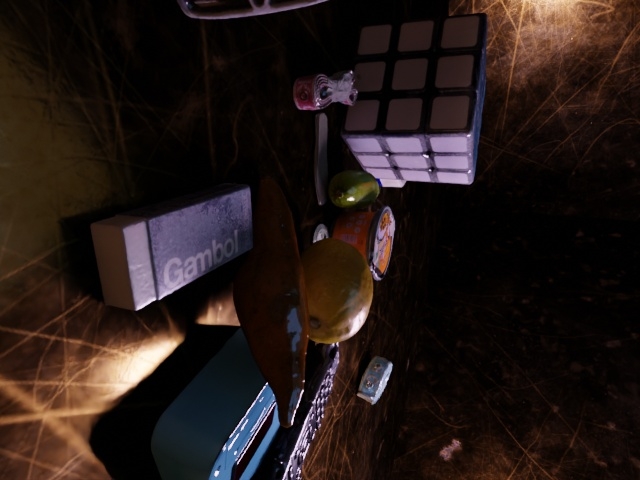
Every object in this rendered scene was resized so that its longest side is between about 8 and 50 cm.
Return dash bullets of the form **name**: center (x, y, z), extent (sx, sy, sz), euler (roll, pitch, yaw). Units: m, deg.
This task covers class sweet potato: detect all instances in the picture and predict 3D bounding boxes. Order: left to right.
- **sweet potato**: center (-0.071, 0.076, 0.583), extent (0.112, 0.112, 0.360), euler (58, 18, -57)

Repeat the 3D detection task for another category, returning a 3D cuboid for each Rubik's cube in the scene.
- **Rubik's cube**: center (0.250, -0.335, 1.036), extent (0.305, 0.303, 0.301), euler (29, 69, -64)

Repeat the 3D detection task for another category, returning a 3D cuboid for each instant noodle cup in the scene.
- **instant noodle cup**: center (0.094, 0.001, 0.976), extent (0.208, 0.125, 0.178), euler (-28, 121, -64)

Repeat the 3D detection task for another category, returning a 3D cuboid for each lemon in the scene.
- **lemon**: center (0.020, 0.092, 0.772), extent (0.207, 0.169, 0.170), euler (-66, 153, -44)

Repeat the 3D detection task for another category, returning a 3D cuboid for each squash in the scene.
- **squash**: center (0.072, -0.118, 0.920), extent (0.188, 0.095, 0.095), euler (-18, 113, -70)

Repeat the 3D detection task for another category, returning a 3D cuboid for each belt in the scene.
- **belt**: center (0.018, -0.297, 0.800), extent (0.232, 0.053, 0.072), euler (-40, 132, -59)
- **belt**: center (0.187, 0.475, 1.404), extent (0.148, 0.082, 0.163), euler (-68, 159, -9)

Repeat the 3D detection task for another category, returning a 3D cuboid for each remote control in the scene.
- **remote control**: center (-0.044, 0.371, 0.816), extent (0.399, 0.062, 0.145), euler (-59, 154, -49)

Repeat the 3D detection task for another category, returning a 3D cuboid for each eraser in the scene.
- **eraser**: center (-0.152, -0.004, 0.471), extent (0.212, 0.046, 0.092), euler (-38, 131, -61)

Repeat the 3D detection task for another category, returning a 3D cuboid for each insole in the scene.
- **insole**: center (0.001, -0.166, 0.850), extent (0.063, 0.010, 0.192), euler (-39, 133, -59)

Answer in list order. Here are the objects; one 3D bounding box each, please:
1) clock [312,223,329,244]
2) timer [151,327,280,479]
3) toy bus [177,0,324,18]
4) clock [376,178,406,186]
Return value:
- **clock**: center (0.000, 0.000, 0.897), extent (0.083, 0.010, 0.074), euler (26, 72, -66)
- **timer**: center (-0.133, 0.291, 0.607), extent (0.232, 0.091, 0.250), euler (-49, 152, -56)
- **toy bus**: center (-0.090, -0.434, 0.291), extent (0.440, 0.209, 0.250), euler (64, 37, -50)
- **clock**: center (0.240, -0.288, 1.318), extent (0.230, 0.083, 0.231), euler (9, 90, -68)
